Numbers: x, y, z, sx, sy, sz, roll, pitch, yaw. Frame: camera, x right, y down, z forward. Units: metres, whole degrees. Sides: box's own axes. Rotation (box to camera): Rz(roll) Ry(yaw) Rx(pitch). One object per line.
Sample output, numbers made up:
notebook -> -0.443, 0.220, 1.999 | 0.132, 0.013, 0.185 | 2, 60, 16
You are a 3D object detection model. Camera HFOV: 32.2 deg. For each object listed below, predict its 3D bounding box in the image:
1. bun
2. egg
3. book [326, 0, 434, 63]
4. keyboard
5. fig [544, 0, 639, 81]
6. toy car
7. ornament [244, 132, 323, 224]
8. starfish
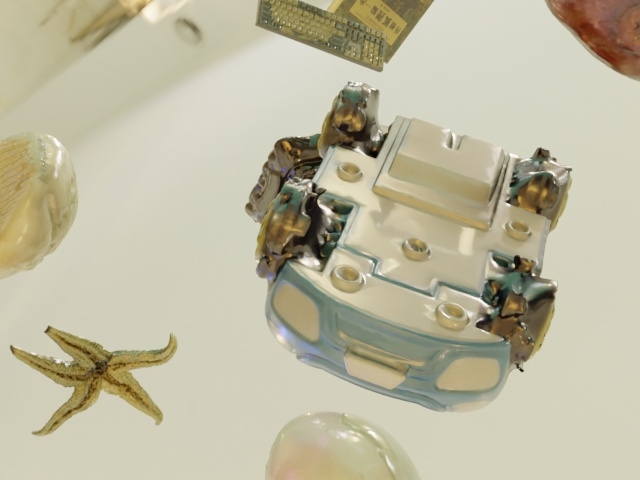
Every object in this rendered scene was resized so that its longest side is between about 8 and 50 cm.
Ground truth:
bun -> -0.330, -0.026, 1.230 | 0.183, 0.102, 0.183 | -28, -135, 33
egg -> 0.021, 0.298, 1.328 | 0.183, 0.183, 0.217 | -45, -127, -10
book -> 0.122, -0.393, 1.663 | 0.228, 0.160, 0.024 | -54, -131, 6
keyboard -> 0.003, -0.258, 1.360 | 0.014, 0.176, 0.055 | -30, -131, 58
fig -> 0.220, -0.190, 0.623 | 0.175, 0.175, 0.207 | -14, -135, 51
toy car -> 0.062, 0.020, 0.797 | 0.314, 0.198, 0.166 | -65, 172, -55
ornament -> 0.000, 0.000, 1.660 | 0.106, 0.260, 0.251 | -16, 155, -26
starfish -> -0.264, 0.162, 1.295 | 0.217, 0.223, 0.050 | -41, -144, 7
